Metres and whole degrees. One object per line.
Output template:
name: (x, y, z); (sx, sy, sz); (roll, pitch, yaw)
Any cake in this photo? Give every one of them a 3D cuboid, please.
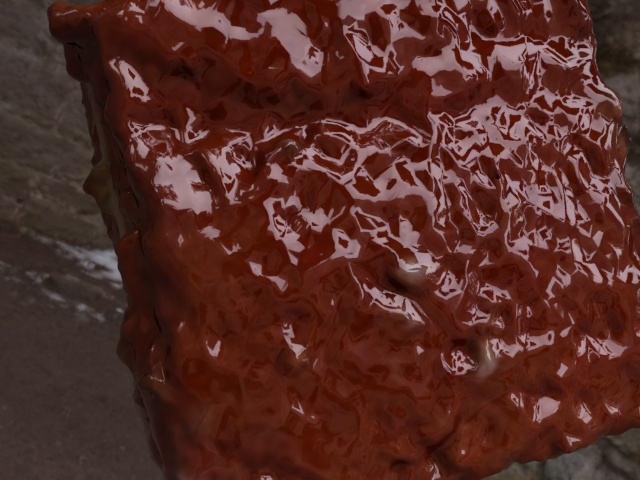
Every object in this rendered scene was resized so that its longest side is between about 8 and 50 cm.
cake: (0.000, 0.000, 0.483); (0.270, 0.269, 0.319); (-11, -1, -12)
